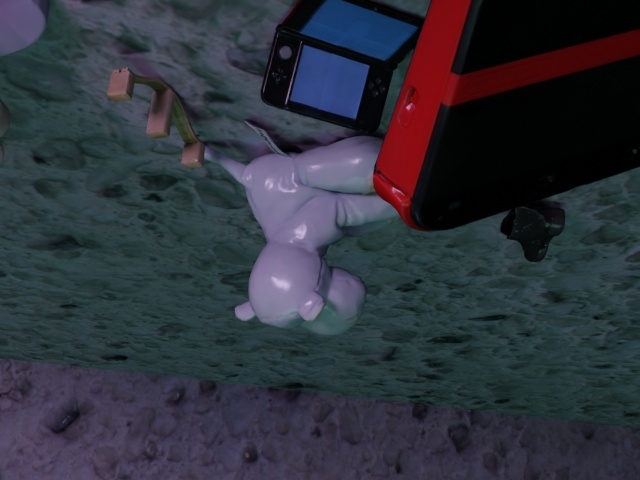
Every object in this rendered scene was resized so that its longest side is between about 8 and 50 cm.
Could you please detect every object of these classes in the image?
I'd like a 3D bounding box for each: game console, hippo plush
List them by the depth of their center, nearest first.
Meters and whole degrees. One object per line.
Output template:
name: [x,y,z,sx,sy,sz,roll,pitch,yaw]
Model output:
game console: [0.234,-0.163,0.713,0.386,0.060,0.342,-18,146,-23]
game console: [0.027,-0.184,0.983,0.144,0.124,0.085,13,-177,-24]
hippo plush: [0.000,0.000,1.243,0.234,0.236,0.294,-15,153,38]

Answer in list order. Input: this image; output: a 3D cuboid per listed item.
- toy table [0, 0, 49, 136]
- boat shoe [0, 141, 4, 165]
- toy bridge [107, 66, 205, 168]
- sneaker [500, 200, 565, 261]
toy table: [-0.420,-0.180,0.939,0.274,0.161,0.252,-4,158,19]
boat shoe: [-0.431,-0.047,0.920,0.302,0.109,0.094,-15,154,35]
toy bridge: [-0.187,-0.152,1.113,0.026,0.063,0.188,-6,156,21]
sneaker: [0.310,-0.018,1.423,0.089,0.051,0.170,5,154,-5]
